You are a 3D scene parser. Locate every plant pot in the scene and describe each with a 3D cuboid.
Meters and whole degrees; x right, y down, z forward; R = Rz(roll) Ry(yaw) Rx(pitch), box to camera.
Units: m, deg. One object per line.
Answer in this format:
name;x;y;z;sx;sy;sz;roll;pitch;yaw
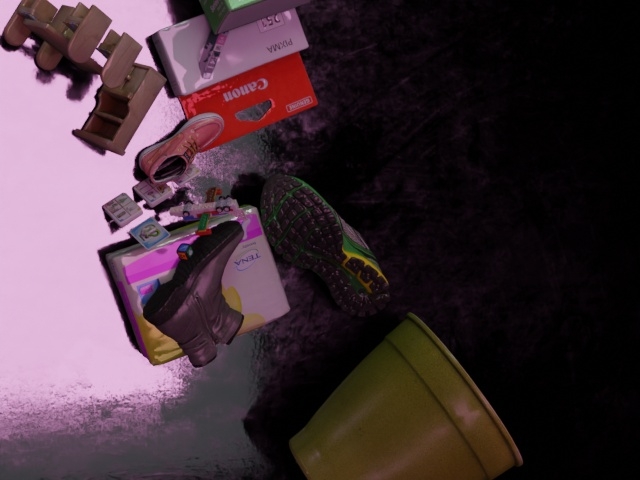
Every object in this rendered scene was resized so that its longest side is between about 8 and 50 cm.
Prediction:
plant pot;0.143;0.393;1.766;0.353;0.366;0.366;-36;108;-4

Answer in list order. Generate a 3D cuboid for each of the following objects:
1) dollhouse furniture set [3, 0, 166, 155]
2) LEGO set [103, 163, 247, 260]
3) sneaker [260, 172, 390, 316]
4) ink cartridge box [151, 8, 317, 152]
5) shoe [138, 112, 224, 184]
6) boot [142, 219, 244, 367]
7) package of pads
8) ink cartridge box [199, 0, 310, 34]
dollhouse furniture set;-0.406;-0.279;1.522;0.242;0.212;0.161;39;77;-49
LEGO set;-0.256;-0.044;1.605;0.182;0.244;0.060;-36;134;-18
sneaker;0.000;0.000;1.760;0.134;0.146;0.343;-34;117;11
ink cartridge box;-0.149;-0.326;1.708;0.275;0.060;0.238;-25;103;-19
shoe;-0.246;-0.166;1.650;0.178;0.081;0.063;-32;128;-8
boot;-0.192;0.096;1.619;0.246;0.083;0.161;-51;122;-13
package of pads;-0.223;0.086;1.689;0.297;0.101;0.229;-22;102;-20
ink cartridge box;-0.148;-0.551;1.618;0.211;0.121;0.289;-26;90;-20
